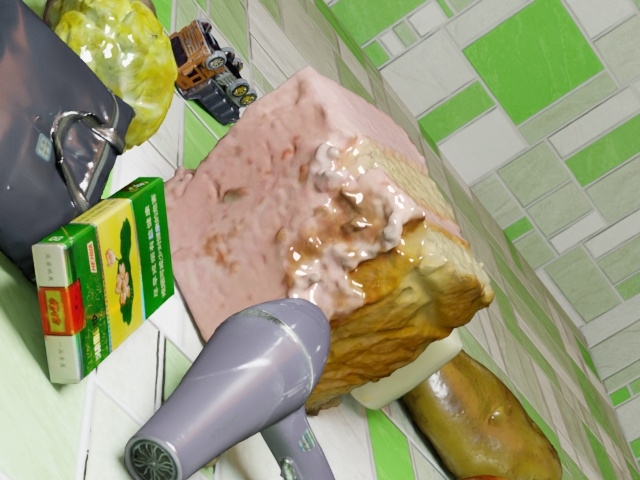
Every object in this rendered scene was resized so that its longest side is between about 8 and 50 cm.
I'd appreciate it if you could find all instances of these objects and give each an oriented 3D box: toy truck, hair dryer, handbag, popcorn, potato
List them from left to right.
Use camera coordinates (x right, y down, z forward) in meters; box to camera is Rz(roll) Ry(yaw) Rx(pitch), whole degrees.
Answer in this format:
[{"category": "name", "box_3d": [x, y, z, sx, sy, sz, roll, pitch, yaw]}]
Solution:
[{"category": "handbag", "box_3d": [-0.275, -0.092, 1.204, 0.211, 0.088, 0.254, 43, 46, -39]}, {"category": "popcorn", "box_3d": [-0.262, -0.191, 1.388, 0.198, 0.212, 0.198, -178, -90, -79]}, {"category": "toy truck", "box_3d": [-0.170, -0.256, 1.948, 0.083, 0.092, 0.192, 66, 9, 28]}, {"category": "hair dryer", "box_3d": [-0.036, 0.256, 1.275, 0.301, 0.121, 0.361, -40, 109, -55]}, {"category": "potato", "box_3d": [0.230, 0.279, 2.016, 0.369, 0.176, 0.195, 47, 57, -7]}]

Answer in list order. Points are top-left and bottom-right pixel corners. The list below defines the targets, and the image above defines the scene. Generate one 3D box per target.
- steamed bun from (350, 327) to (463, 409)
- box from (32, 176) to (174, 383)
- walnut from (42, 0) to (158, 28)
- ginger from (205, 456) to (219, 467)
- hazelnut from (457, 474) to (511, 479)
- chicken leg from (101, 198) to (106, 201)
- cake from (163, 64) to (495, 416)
[{"category": "steamed bun", "box_3d": [0.085, 0.098, 1.803, 0.155, 0.200, 0.250, 42, 18, -42]}, {"category": "box", "box_3d": [-0.200, 0.031, 1.203, 0.235, 0.034, 0.132, -51, 140, -66]}, {"category": "walnut", "box_3d": [-0.268, -0.263, 1.543, 0.140, 0.140, 0.162, 56, -1, -5]}, {"category": "ginger", "box_3d": [-0.121, 0.187, 1.306, 0.048, 0.030, 0.097, 43, 22, -36]}, {"category": "hazelnut", "box_3d": [0.249, 0.414, 1.694, 0.214, 0.176, 0.214, 24, 31, -15]}, {"category": "chicken leg", "box_3d": [-0.221, -0.001, 1.344, 0.089, 0.048, 0.219, 56, 15, -17]}, {"category": "cake", "box_3d": [0.000, 0.000, 1.544, 0.293, 0.314, 0.307, 29, 33, -57]}]
